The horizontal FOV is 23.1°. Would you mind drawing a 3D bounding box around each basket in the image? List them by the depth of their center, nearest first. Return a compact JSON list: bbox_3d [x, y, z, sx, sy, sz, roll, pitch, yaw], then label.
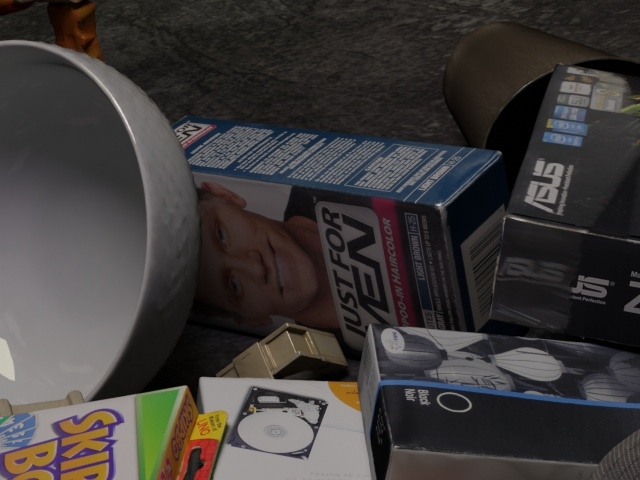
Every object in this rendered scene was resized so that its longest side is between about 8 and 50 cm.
[{"bbox_3d":[0.221,-0.136,1.585,0.204,0.154,0.227,-17,24,-8],"label":"basket"}]

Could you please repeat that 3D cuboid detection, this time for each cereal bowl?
[{"bbox_3d":[-0.231,0.003,1.354,0.339,0.339,0.141,7,2,33],"label":"cereal bowl"}]

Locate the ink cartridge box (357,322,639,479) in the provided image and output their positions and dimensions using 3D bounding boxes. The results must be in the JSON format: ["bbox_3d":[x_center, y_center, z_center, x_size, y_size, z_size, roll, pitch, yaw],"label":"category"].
[{"bbox_3d":[0.197,0.133,1.061,0.333,0.065,0.165,6,25,-8],"label":"ink cartridge box"}]

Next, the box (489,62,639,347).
[{"bbox_3d":[0.320,-0.023,1.259,0.318,0.097,0.395,10,25,11],"label":"box"}]

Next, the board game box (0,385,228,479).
[{"bbox_3d":[-0.195,0.161,1.045,0.259,0.039,0.124,-9,30,13],"label":"board game box"}]

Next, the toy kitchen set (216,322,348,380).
[{"bbox_3d":[-0.027,0.124,1.322,0.083,0.075,0.068,-37,61,23],"label":"toy kitchen set"}]

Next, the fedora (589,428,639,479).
[{"bbox_3d":[0.277,0.225,0.896,0.244,0.124,0.275,-20,37,-11],"label":"fedora"}]

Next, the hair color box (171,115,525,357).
[{"bbox_3d":[0.000,0.000,1.381,0.347,0.173,0.105,9,34,36],"label":"hair color box"}]

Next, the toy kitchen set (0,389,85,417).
[{"bbox_3d":[-0.281,0.149,1.256,0.166,0.122,0.207,-6,28,-20],"label":"toy kitchen set"}]

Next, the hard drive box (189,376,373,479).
[{"bbox_3d":[0.010,0.191,1.058,0.181,0.089,0.232,3,27,-11],"label":"hard drive box"}]

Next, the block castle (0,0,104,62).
[{"bbox_3d":[-0.432,-0.124,1.600,0.213,0.303,0.453,9,28,42],"label":"block castle"}]
